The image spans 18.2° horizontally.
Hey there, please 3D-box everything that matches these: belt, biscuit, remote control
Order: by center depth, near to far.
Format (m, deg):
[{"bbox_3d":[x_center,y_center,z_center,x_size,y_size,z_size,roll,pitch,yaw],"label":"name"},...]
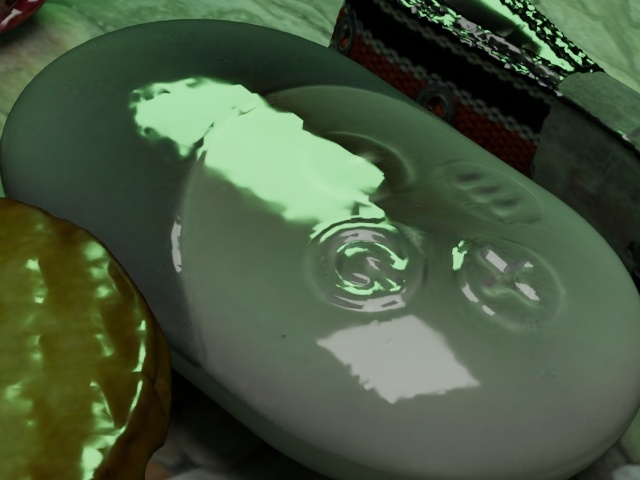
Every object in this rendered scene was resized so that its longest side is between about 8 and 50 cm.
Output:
[{"bbox_3d":[-0.211,0.072,0.739,0.318,0.040,0.318,-6,34,4],"label":"biscuit"},{"bbox_3d":[0.000,0.000,0.920,0.332,0.103,0.221,35,40,26],"label":"remote control"},{"bbox_3d":[0.146,-0.035,1.017,0.359,0.094,0.126,35,43,24],"label":"belt"}]

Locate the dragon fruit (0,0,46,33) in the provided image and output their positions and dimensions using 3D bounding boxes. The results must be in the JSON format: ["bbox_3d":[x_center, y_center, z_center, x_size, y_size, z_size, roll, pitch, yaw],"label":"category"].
[{"bbox_3d":[-0.262,-0.183,1.056,0.262,0.134,0.211,-4,27,-45],"label":"dragon fruit"}]
